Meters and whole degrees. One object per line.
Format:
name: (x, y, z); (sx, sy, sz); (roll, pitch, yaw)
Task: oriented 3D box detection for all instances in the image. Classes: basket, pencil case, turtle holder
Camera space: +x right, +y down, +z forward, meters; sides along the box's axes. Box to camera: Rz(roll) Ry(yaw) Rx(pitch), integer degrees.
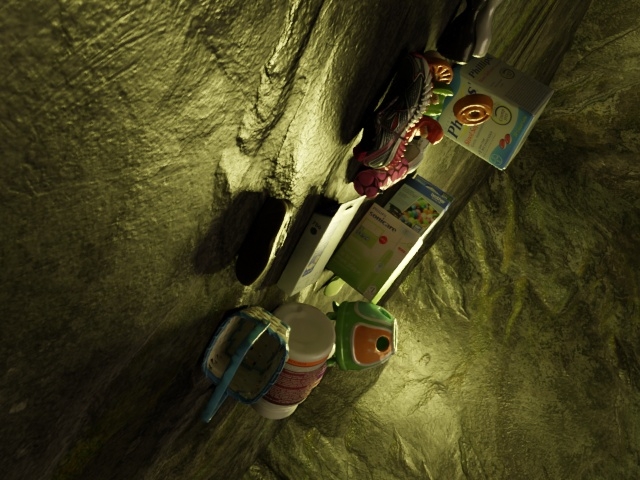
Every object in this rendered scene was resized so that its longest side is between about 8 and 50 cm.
basket: (-0.198, 0.306, 1.459); (0.255, 0.201, 0.289); (-58, 172, 22)
pencil case: (0.188, -0.195, 1.673); (0.209, 0.095, 0.098); (-36, 157, -50)
turtle holder: (0.152, 0.334, 1.956); (0.320, 0.227, 0.244); (57, 33, -68)

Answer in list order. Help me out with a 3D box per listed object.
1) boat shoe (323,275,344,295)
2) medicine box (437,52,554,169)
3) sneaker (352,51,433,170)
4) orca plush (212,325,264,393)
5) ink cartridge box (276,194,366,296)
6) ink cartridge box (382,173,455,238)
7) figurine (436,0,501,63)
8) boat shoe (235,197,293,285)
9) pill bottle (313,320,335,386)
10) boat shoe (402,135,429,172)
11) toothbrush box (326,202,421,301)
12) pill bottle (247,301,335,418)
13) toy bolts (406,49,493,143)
boat shoe: (0.055, 0.165, 2.133); (0.137, 0.049, 0.043); (-42, -160, -31)
medicine box: (0.544, -0.421, 1.815); (0.149, 0.289, 0.264); (-46, 162, -28)
sneaker: (0.179, -0.313, 1.382); (0.111, 0.121, 0.300); (6, 117, -29)
orca plush: (-0.226, 0.376, 1.702); (0.287, 0.102, 0.151); (-53, 163, 1)
ink cartridge box: (0.000, 0.000, 1.613); (0.165, 0.065, 0.333); (-23, 148, -59)
ink cartridge box: (0.346, -0.109, 2.103); (0.311, 0.185, 0.065); (-47, 161, -19)
figurine: (0.422, -0.596, 1.503); (0.214, 0.092, 0.210); (-35, 152, -49)
boat shoe: (-0.119, 0.005, 1.274); (0.073, 0.080, 0.224); (-11, 131, -59)
pill bottle: (-0.047, 0.420, 2.134); (0.181, 0.181, 0.323); (-38, 158, -41)
boat shoe: (0.305, -0.313, 1.795); (0.226, 0.083, 0.076); (-57, 157, -30)
toothbrush box: (0.190, 0.048, 1.971); (0.283, 0.206, 0.122); (-51, 163, -3)
pill bottle: (-0.112, 0.409, 1.867); (0.224, 0.224, 0.392); (-35, 155, -46)
toy bolts: (0.322, -0.378, 1.492); (0.228, 0.218, 0.159); (124, -30, -60)
